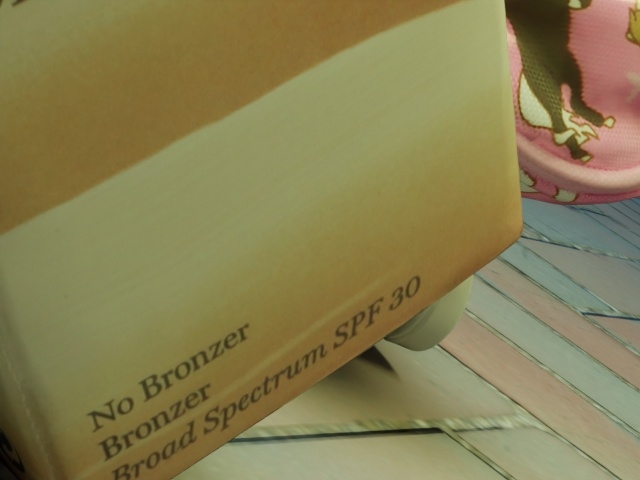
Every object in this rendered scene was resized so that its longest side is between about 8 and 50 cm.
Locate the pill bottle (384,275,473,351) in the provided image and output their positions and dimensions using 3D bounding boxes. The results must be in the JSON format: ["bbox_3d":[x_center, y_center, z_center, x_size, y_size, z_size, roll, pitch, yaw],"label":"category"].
[{"bbox_3d":[0.000,0.000,0.703,0.120,0.067,0.067,26,12,-27],"label":"pill bottle"}]

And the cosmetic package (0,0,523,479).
[{"bbox_3d":[-0.057,-0.101,0.373,0.129,0.153,0.296,39,-27,40],"label":"cosmetic package"}]

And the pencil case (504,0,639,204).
[{"bbox_3d":[0.006,-0.112,0.752,0.160,0.167,0.386,-9,11,-28],"label":"pencil case"}]
